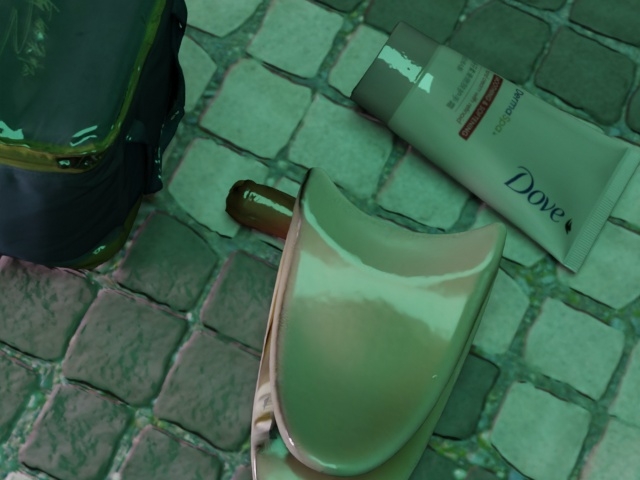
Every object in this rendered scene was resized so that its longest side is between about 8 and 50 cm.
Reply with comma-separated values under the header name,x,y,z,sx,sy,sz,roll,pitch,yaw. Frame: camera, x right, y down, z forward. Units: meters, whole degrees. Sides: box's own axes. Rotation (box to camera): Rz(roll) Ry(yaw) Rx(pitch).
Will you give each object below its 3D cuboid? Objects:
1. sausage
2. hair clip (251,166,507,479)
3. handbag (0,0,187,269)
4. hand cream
name,x,y,z,sx,sy,sz,roll,pitch,yaw
sausage,0.000,0.001,1.358,0.177,0.040,0.047,29,66,7
hair clip,0.030,0.102,1.285,0.173,0.113,0.282,16,60,2
handbag,-0.224,-0.128,1.286,0.222,0.241,0.263,16,65,1
hand cream,0.147,-0.086,1.395,0.248,0.083,0.133,31,69,-1
